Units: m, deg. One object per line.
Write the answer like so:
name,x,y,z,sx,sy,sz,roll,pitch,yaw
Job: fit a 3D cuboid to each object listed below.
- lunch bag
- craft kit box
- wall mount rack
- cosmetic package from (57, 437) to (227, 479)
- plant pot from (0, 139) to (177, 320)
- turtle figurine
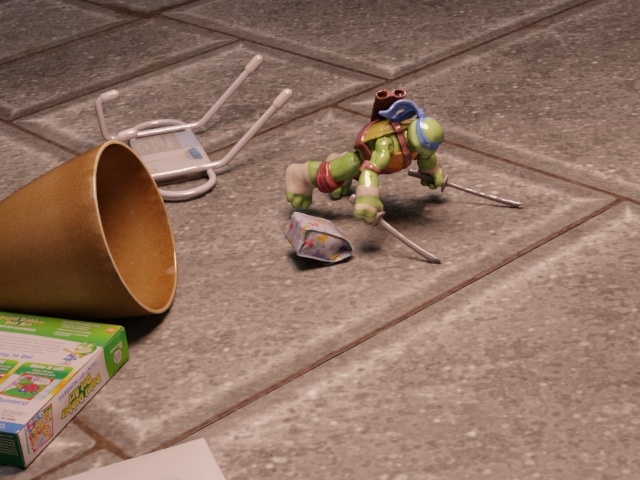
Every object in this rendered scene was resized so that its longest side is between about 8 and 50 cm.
lunch bag,0.000,0.000,1.902,0.083,0.053,0.071,11,19,-23
craft kit box,-0.403,0.173,1.651,0.250,0.061,0.246,5,31,23
wall mount rack,-0.213,-0.199,2.267,0.304,0.130,0.350,-13,28,-12
cosmetic package,-0.171,0.315,1.215,0.224,0.138,0.225,-15,26,-16
plant pot,-0.356,0.013,1.806,0.254,0.237,0.237,-15,24,16
turtle figurine,0.094,-0.069,1.967,0.266,0.275,0.198,-8,41,47
